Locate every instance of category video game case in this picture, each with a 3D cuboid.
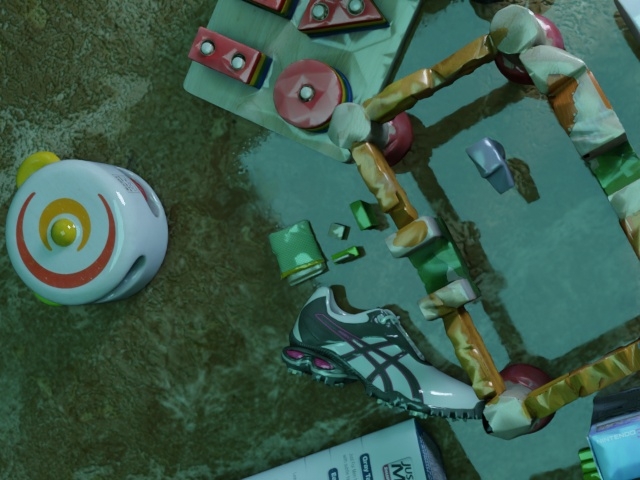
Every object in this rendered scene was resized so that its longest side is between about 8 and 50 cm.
[{"bbox_3d":[0.435,0.185,1.221,0.269,0.244,0.061,-19,85,15],"label":"video game case"}]

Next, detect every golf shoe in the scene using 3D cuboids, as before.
[{"bbox_3d":[0.087,0.148,1.395,0.272,0.105,0.120,19,86,15],"label":"golf shoe"}]

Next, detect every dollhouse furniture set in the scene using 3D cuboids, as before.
[{"bbox_3d":[0.000,0.000,1.440,0.151,0.058,0.076,-24,83,14],"label":"dollhouse furniture set"}]

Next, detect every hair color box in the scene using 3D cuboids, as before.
[{"bbox_3d":[-0.008,0.368,1.380,0.347,0.105,0.174,-23,49,15],"label":"hair color box"}]

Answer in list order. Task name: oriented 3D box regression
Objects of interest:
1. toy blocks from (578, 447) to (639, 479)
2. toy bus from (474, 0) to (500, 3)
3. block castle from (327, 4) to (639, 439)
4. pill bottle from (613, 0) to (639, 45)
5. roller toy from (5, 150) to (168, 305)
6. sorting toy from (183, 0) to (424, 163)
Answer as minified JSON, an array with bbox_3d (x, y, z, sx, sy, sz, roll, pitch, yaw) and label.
[{"bbox_3d":[0.356,0.338,1.235,0.381,0.261,0.191,-17,85,15],"label":"toy blocks"},{"bbox_3d":[0.173,-0.418,1.349,0.220,0.149,0.211,10,61,13],"label":"toy bus"},{"bbox_3d":[0.238,-0.023,1.297,0.303,0.213,0.453,-30,82,15],"label":"block castle"},{"bbox_3d":[0.454,-0.302,1.283,0.208,0.119,0.119,-33,82,13],"label":"pill bottle"},{"bbox_3d":[-0.313,-0.013,1.482,0.191,0.146,0.209,2,90,15],"label":"roller toy"},{"bbox_3d":[-0.031,-0.268,1.433,0.255,0.089,0.257,26,96,14],"label":"sorting toy"}]
